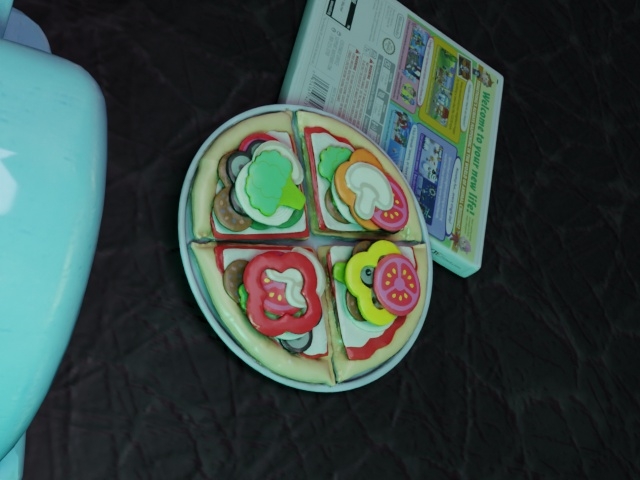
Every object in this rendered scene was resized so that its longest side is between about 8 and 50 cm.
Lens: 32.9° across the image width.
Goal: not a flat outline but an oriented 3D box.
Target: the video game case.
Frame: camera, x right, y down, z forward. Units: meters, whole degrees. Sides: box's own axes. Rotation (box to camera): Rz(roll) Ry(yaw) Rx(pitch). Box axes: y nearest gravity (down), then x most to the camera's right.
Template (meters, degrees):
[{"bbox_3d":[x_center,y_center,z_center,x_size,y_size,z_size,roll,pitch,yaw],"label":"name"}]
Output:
[{"bbox_3d":[0.059,-0.101,0.852,0.193,0.023,0.212,30,50,-22],"label":"video game case"}]

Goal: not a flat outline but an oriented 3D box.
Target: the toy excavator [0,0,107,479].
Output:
[{"bbox_3d":[-0.154,-0.083,0.382,0.222,0.445,0.432,16,58,-32],"label":"toy excavator"}]

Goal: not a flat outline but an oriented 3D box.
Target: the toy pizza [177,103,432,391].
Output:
[{"bbox_3d":[0.000,0.000,0.724,0.201,0.032,0.201,11,69,-30],"label":"toy pizza"}]
